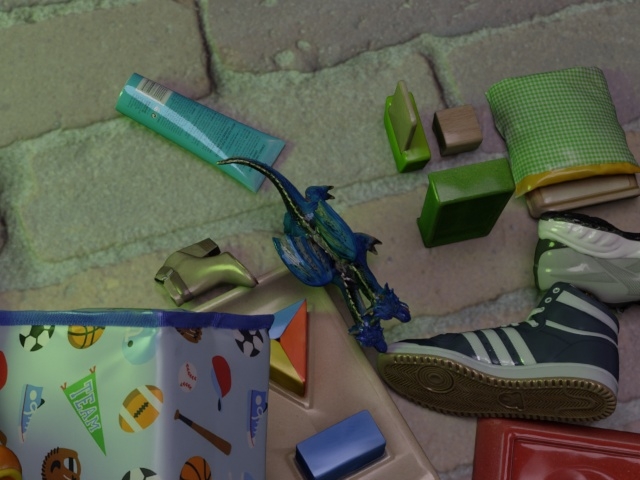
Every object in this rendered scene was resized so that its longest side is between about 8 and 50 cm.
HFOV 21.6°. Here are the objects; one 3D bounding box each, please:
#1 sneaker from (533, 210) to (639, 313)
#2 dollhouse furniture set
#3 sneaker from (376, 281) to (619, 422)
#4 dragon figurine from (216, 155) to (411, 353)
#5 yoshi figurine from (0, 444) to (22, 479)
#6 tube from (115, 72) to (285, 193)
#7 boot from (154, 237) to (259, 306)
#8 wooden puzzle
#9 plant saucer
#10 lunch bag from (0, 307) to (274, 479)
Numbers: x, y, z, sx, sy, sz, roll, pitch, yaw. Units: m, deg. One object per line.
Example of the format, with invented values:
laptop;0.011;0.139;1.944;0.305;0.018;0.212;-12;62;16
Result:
sneaker;0.384;0.042;2.032;0.271;0.100;0.108;13;99;-6
dollhouse furniture set;0.249;-0.132;2.048;0.301;0.151;0.198;-12;69;-10
sneaker;0.216;0.124;1.975;0.282;0.099;0.153;6;48;15
dragon figurine;0.000;0.000;1.948;0.085;0.144;0.289;-40;99;11
yoshi figurine;-0.378;0.137;1.623;0.362;0.203;0.204;46;109;32
tube;-0.152;-0.139;2.077;0.207;0.052;0.080;28;73;1
boot;-0.139;0.047;1.985;0.087;0.042;0.118;-40;45;-15
wooden puzzle;-0.069;0.223;1.917;0.322;0.080;0.348;-26;72;-14
plant saucer;0.300;0.330;1.922;0.259;0.048;0.259;9;68;-2
lunch bag;-0.247;0.230;1.764;0.385;0.239;0.328;-3;83;34
